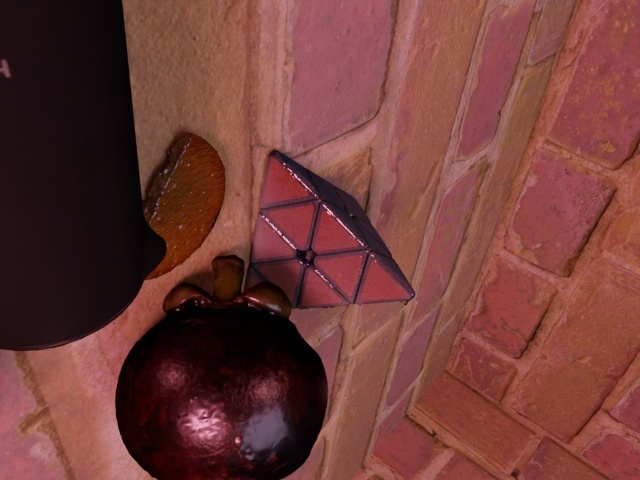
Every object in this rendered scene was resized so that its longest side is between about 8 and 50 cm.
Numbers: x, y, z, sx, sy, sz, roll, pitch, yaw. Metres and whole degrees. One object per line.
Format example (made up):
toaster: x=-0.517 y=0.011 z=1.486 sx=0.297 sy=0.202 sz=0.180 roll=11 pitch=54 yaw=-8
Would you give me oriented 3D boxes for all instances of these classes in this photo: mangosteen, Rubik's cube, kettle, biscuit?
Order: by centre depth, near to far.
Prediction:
kettle: x=-0.256 y=-0.060 z=0.391 sx=0.262 sy=0.203 sz=0.308 roll=-38 pitch=149 yaw=-38
biscuit: x=-0.182 y=-0.036 z=0.717 sx=0.126 sy=0.025 sz=0.206 roll=12 pitch=108 yaw=-61
mangosteen: x=-0.124 y=0.200 z=0.773 sx=0.293 sy=0.297 sz=0.297 roll=-56 pitch=153 yaw=0
Rubik's cube: x=0.001 y=0.001 z=0.928 sx=0.229 sy=0.228 sz=0.233 roll=2 pitch=78 yaw=-19
